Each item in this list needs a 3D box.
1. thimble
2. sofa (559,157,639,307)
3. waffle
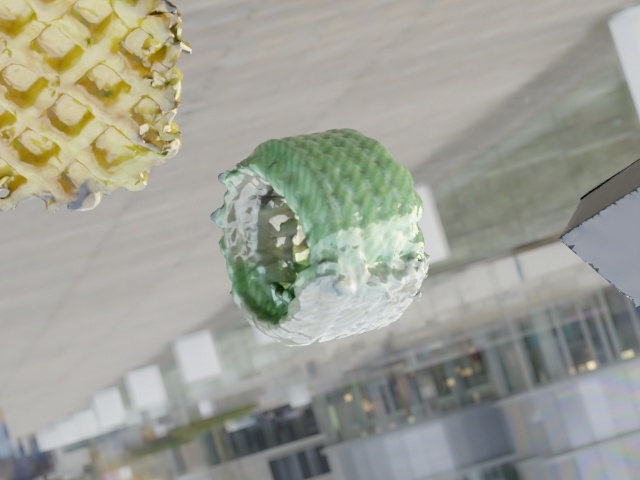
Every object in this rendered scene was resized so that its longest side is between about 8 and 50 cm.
[{"bbox_3d":[0.000,0.000,1.586,0.150,0.219,0.219,-11,172,-31],"label":"thimble"},{"bbox_3d":[0.247,-0.020,1.115,0.060,0.085,0.147,-54,-172,-36],"label":"sofa"},{"bbox_3d":[-0.317,-0.182,1.613,0.379,0.095,0.382,5,137,2],"label":"waffle"}]
